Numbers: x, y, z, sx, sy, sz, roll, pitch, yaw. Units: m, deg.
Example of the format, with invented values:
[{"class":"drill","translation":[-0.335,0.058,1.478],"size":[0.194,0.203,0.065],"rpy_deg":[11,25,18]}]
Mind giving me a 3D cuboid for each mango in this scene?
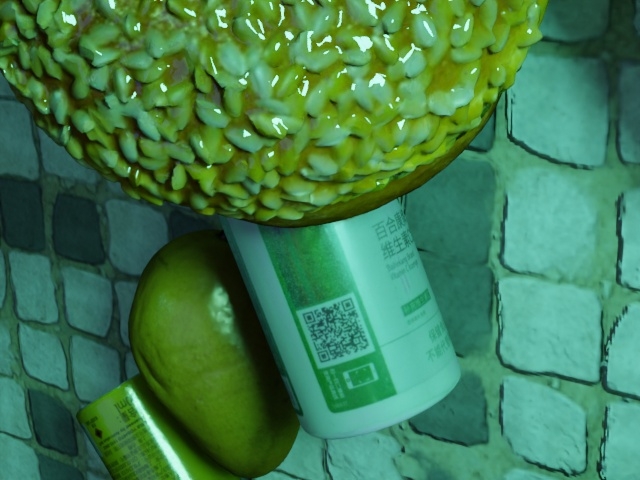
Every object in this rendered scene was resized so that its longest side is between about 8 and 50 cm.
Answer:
[{"class":"mango","translation":[-0.089,0.102,0.881],"size":[0.147,0.109,0.227],"rpy_deg":[-11,102,14]}]

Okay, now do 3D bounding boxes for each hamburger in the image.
[{"class":"hamburger","translation":[-0.027,-0.169,0.569],"size":[0.330,0.250,0.329],"rpy_deg":[-1,83,5]}]

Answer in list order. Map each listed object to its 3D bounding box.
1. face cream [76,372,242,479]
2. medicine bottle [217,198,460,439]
[{"class":"face cream","translation":[-0.100,0.287,0.962],"size":[0.105,0.105,0.348],"rpy_deg":[-34,86,39]},{"class":"medicine bottle","translation":[0.000,0.000,0.757],"size":[0.133,0.133,0.274],"rpy_deg":[-17,99,39]}]
